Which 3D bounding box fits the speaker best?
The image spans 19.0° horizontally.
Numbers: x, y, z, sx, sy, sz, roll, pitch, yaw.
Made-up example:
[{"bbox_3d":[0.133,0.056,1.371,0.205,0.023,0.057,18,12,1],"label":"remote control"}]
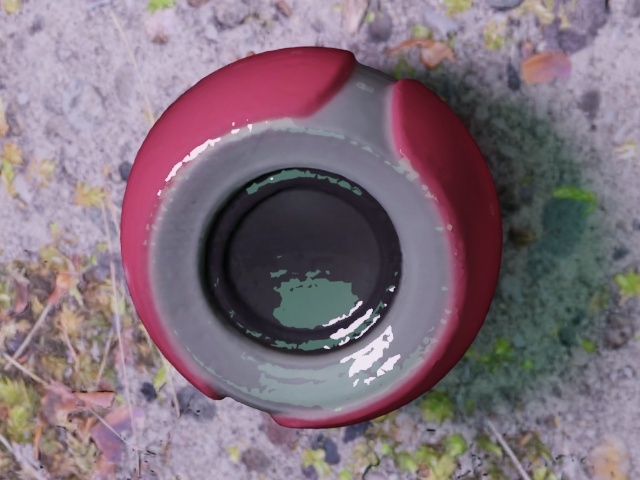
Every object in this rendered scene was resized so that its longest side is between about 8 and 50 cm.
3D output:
[{"bbox_3d":[0.000,0.000,1.462,0.294,0.294,0.294,4,103,19],"label":"speaker"}]
